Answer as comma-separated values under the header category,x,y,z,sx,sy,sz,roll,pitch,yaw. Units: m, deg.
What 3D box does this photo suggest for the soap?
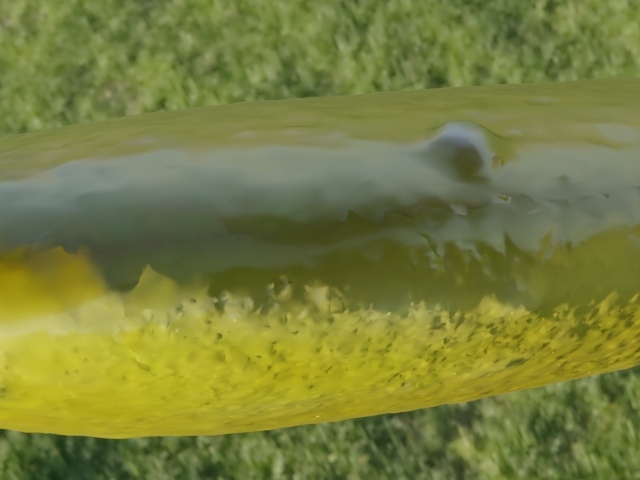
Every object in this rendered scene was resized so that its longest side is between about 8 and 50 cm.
category,x,y,z,sx,sy,sz,roll,pitch,yaw
soap,0.001,0.003,0.605,0.427,0.115,0.306,-7,10,-26
